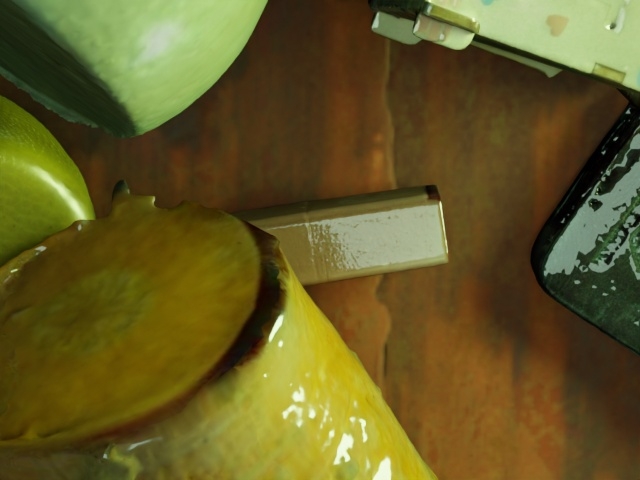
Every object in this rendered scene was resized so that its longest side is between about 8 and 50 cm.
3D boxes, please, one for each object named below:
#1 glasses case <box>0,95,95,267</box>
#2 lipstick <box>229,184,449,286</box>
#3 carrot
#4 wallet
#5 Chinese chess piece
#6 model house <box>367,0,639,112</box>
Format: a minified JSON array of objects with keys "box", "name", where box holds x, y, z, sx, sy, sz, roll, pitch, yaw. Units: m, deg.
[{"box":[-0.288,0.069,1.062,0.173,0.141,0.371,32,100,-28],"name":"glasses case"},{"box":[0.000,0.000,1.091,0.145,0.045,0.045,-8,104,2],"name":"lipstick"},{"box":[-0.042,0.158,1.007,0.224,0.224,0.340,-20,125,6],"name":"carrot"},{"box":[0.289,0.041,1.094,0.318,0.045,0.172,33,99,-4],"name":"wallet"},{"box":[-0.175,-0.200,0.902,0.349,0.349,0.146,38,82,-6],"name":"Chinese chess piece"},{"box":[0.194,-0.220,0.991,0.244,0.169,0.326,19,104,-10],"name":"model house"}]
